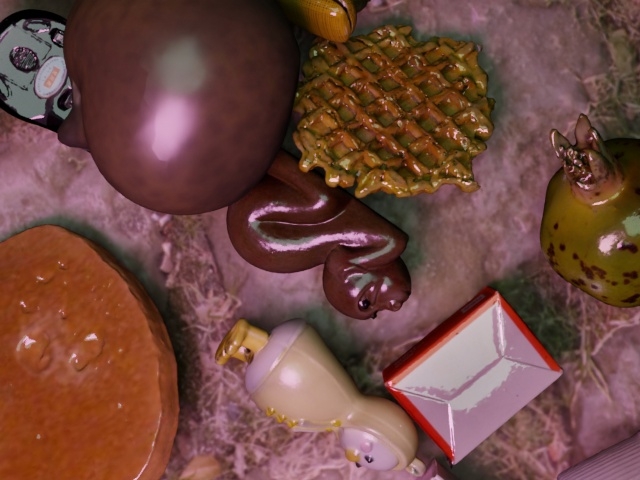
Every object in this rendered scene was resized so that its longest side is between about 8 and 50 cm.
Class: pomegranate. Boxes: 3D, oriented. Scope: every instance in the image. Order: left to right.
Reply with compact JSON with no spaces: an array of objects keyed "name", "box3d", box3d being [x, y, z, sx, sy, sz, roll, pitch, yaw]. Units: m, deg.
[{"name":"pomegranate","box3d":[0.333,-0.044,1.039,0.198,0.198,0.246,-39,102,4]}]

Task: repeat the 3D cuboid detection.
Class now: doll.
[{"name":"doll","box3d":[0.006,0.198,1.107,0.296,0.141,0.117,41,55,2]}]

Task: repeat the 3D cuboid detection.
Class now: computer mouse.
[{"name":"computer mouse","box3d":[-0.314,-0.193,1.158,0.233,0.096,0.137,33,95,-7]}]

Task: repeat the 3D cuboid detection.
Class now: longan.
[{"name":"longan","box3d":[-0.161,-0.175,1.024,0.300,0.243,0.300,-1,86,19]}]

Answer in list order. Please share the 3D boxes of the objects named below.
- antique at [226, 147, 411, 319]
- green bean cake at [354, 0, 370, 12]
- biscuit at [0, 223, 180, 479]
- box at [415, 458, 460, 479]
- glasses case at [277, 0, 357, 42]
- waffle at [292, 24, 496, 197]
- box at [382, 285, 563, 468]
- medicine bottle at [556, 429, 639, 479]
[{"name":"antique","box3d":[0.000,0.000,1.113,0.257,0.121,0.143,33,93,7]},{"name":"green bean cake","box3d":[0.024,-0.407,1.115,0.214,0.113,0.200,40,96,2]},{"name":"biscuit","box3d":[-0.356,0.181,1.136,0.365,0.062,0.385,-28,68,6]},{"name":"box","box3d":[0.140,0.432,1.103,0.203,0.106,0.251,38,94,6]},{"name":"glasses case","box3d":[-0.057,-0.308,1.064,0.234,0.079,0.064,33,74,17]},{"name":"waffle","box3d":[0.087,-0.158,1.097,0.254,0.052,0.245,4,64,-3]},{"name":"box","box3d":[0.180,0.161,1.106,0.182,0.099,0.133,-41,89,3]},{"name":"medicine bottle","box3d":[0.479,0.262,1.012,0.384,0.224,0.224,-28,87,6]}]
